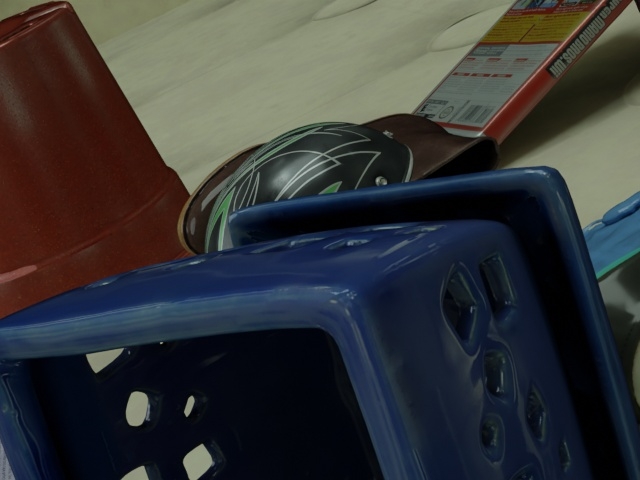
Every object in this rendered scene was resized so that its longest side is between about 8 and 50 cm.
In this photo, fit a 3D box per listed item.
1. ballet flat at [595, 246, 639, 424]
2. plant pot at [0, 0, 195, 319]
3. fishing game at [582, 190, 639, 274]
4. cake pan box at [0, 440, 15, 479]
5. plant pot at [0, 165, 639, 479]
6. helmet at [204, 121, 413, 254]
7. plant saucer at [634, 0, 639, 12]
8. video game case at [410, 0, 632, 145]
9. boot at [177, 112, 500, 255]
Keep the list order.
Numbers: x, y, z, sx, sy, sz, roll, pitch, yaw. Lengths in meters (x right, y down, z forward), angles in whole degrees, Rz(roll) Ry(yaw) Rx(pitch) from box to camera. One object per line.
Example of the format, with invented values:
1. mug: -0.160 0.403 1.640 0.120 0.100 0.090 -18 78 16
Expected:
1. ballet flat: 0.229 0.031 0.814 0.280 0.095 0.096 -32 32 -22
2. plant pot: -0.280 -0.075 1.450 0.272 0.265 0.272 -22 18 7
3. fishing game: 0.203 0.015 0.960 0.264 0.041 0.189 -36 12 -18
4. cake pan box: -0.287 0.216 0.979 0.246 0.070 0.267 -28 19 -4
5. plant pot: 0.016 0.096 0.689 0.236 0.236 0.212 -7 18 40
6. helmet: 0.000 0.000 1.060 0.169 0.161 0.169 -22 19 8
7. plant saucer: 0.447 -0.249 1.315 0.332 0.084 0.332 -22 18 7
8. video game case: 0.209 -0.197 1.389 0.285 0.025 0.204 -47 17 -6
9. boot: 0.010 -0.045 1.284 0.248 0.090 0.207 -26 16 -17
